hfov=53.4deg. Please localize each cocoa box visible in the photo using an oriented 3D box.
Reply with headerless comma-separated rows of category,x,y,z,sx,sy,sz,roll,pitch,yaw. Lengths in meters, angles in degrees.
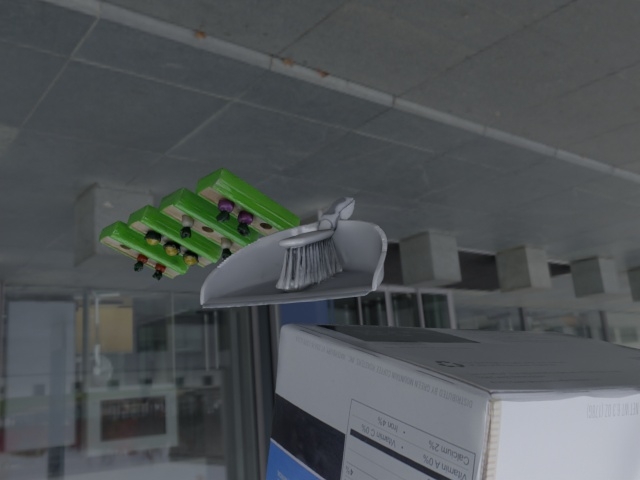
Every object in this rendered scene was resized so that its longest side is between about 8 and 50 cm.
cocoa box,0.156,0.199,0.506,0.347,0.228,0.231,7,180,-32

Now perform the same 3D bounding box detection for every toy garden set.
toy garden set,-0.115,0.023,0.741,0.244,0.049,0.204,-19,140,42

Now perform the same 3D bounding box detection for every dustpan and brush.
dustpan and brush,0.000,0.000,0.559,0.147,0.060,0.211,-6,-173,20
